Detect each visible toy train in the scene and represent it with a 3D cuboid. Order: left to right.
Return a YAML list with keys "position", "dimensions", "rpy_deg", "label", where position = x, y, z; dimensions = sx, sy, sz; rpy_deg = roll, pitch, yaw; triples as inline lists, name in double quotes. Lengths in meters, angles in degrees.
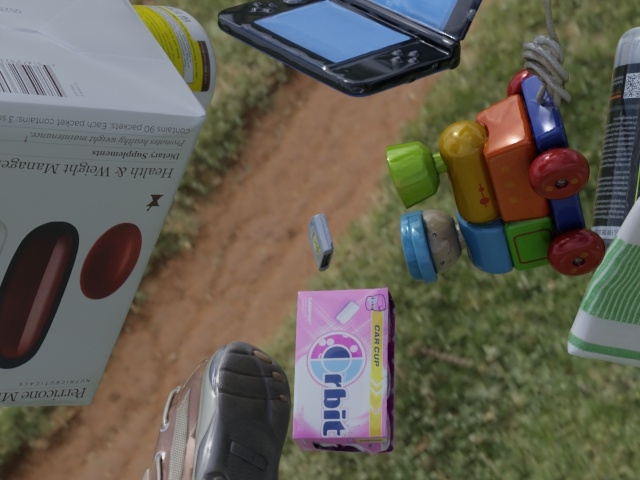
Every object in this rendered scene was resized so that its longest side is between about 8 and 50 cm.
- position: [0.110, -0.066, 1.125]
  dimensions: [0.143, 0.248, 0.105]
  rpy_deg: [-15, 48, 7]
  label: "toy train"

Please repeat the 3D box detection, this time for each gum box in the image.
- position: [0.028, 0.153, 1.830]
  dimensions: [0.107, 0.062, 0.188]
  rpy_deg: [-2, 68, 11]
  label: "gum box"

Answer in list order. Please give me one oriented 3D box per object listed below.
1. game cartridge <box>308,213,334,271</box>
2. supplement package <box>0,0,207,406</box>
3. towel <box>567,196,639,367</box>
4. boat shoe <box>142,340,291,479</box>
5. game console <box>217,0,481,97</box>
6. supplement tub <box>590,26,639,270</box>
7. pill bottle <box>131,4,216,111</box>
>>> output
- position: [0.000, 0.000, 1.961]
  dimensions: [0.017, 0.083, 0.056]
  rpy_deg: [-10, 71, -9]
  label: "game cartridge"
- position: [-0.202, -0.031, 0.858]
  dimensions: [0.149, 0.194, 0.203]
  rpy_deg: [55, 132, 41]
  label: "supplement package"
- position: [0.387, -0.009, 1.489]
  dimensions: [0.324, 0.248, 0.038]
  rpy_deg: [-62, 36, 23]
  label: "towel"
- position: [-0.110, 0.251, 1.498]
  dimensions: [0.116, 0.123, 0.324]
  rpy_deg: [-25, 38, 38]
  label: "boat shoe"
- position: [0.047, -0.326, 1.997]
  dimensions: [0.250, 0.173, 0.293]
  rpy_deg: [-22, 37, -34]
  label: "game console"
- position: [0.426, -0.068, 1.852]
  dimensions: [0.207, 0.207, 0.337]
  rpy_deg: [7, 87, 34]
  label: "supplement tub"
- position: [-0.197, -0.143, 1.354]
  dimensions: [0.117, 0.215, 0.117]
  rpy_deg: [5, 98, 38]
  label: "pill bottle"
